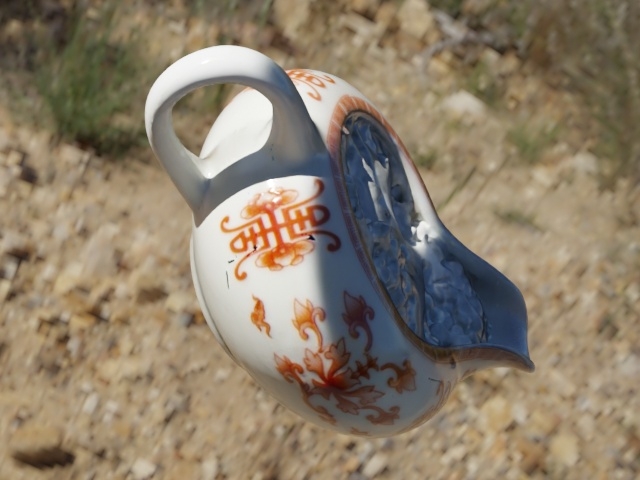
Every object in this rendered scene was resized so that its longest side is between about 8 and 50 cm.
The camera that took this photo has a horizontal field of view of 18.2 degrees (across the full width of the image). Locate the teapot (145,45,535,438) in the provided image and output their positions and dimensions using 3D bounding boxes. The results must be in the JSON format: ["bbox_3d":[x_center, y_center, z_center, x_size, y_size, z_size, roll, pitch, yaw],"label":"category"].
[{"bbox_3d":[0.000,0.000,0.842,0.116,0.245,0.159,-9,60,24],"label":"teapot"}]
